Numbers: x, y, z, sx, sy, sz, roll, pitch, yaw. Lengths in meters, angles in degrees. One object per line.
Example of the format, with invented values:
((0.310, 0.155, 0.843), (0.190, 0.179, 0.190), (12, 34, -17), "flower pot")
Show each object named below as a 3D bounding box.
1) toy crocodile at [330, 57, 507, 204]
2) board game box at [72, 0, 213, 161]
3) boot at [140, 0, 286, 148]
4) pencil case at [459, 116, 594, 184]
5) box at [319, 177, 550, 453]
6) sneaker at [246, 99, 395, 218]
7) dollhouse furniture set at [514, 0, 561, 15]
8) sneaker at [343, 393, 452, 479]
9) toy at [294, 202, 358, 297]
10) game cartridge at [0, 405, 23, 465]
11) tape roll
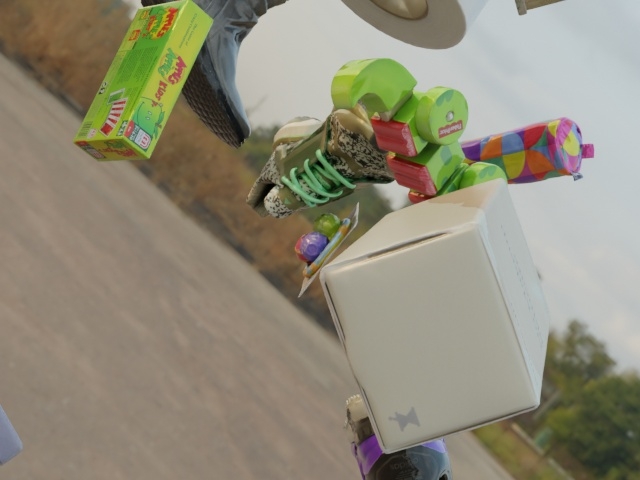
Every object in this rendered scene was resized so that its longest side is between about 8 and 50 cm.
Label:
((0.130, -0.094, 1.556), (0.115, 0.105, 0.340), (19, -27, 46), "toy crocodile")
((-0.194, -0.175, 1.426), (0.092, 0.181, 0.043), (1, -29, 45), "board game box")
((-0.126, -0.326, 2.013), (0.118, 0.222, 0.338), (26, -34, 46), "boot")
((0.312, -0.130, 2.092), (0.236, 0.104, 0.104), (-9, -38, 37), "pencil case")
((0.103, 0.047, 1.042), (0.311, 0.121, 0.148), (-41, 113, -76), "box")
((0.002, -0.097, 1.993), (0.158, 0.182, 0.410), (44, -18, -12), "sneaker")
((0.300, -0.487, 1.610), (0.286, 0.198, 0.303), (-87, 160, -52), "dollhouse furniture set")
((0.086, 0.243, 1.343), (0.293, 0.102, 0.146), (64, 10, -72), "sneaker")
((0.000, 0.000, 2.026), (0.056, 0.137, 0.237), (37, 10, 0), "toy")
((-0.325, -0.019, 0.917), (0.355, 0.068, 0.230), (66, -13, -17), "game cartridge")
((0.128, -0.428, 2.027), (0.286, 0.100, 0.286), (32, -16, 10), "tape roll")
